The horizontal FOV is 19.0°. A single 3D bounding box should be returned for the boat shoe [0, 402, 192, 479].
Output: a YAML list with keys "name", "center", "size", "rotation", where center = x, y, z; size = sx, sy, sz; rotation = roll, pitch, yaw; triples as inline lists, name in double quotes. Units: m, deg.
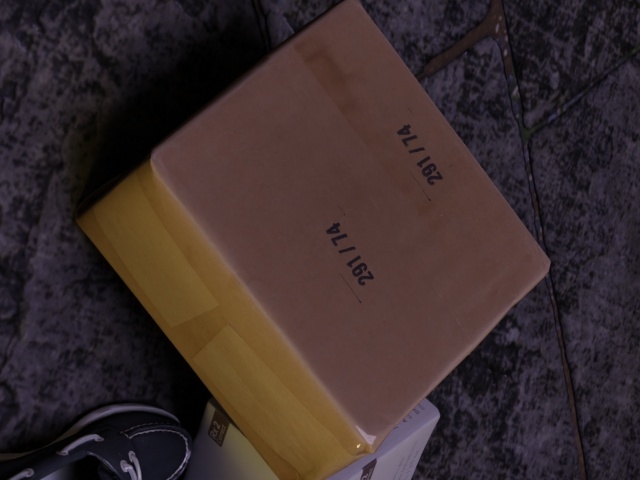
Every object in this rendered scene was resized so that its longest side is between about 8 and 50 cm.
- name: "boat shoe"
  center: [-0.216, 0.225, 1.707]
  size: [0.302, 0.091, 0.114]
  rotation: [-19, 115, -44]

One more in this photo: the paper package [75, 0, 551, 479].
- name: "paper package"
  center: [0.000, 0.000, 1.725]
  size: [0.309, 0.168, 0.325]
  rotation: [-41, 95, -34]

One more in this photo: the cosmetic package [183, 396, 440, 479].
- name: "cosmetic package"
  center: [-0.012, 0.206, 1.849]
  size: [0.184, 0.151, 0.151]
  rotation: [-32, 152, -39]
